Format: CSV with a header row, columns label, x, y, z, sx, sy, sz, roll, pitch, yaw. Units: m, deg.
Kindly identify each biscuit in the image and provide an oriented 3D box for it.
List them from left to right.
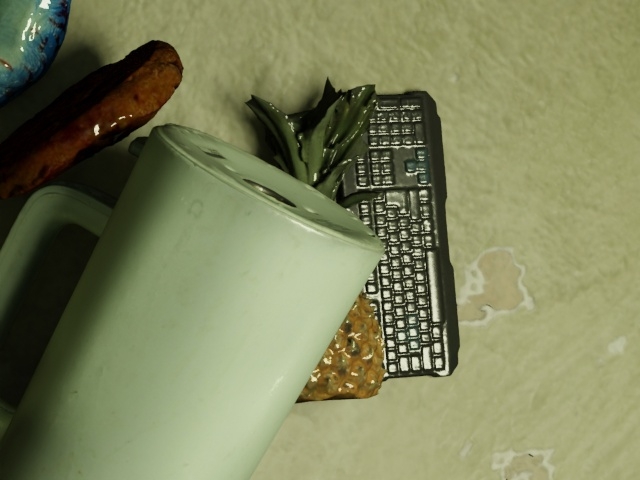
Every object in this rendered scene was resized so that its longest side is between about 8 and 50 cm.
label,x,y,z,sx,sy,sz,roll,pitch,yaw
biscuit,-0.193,-0.097,1.427,0.192,0.192,0.049,-43,107,-16

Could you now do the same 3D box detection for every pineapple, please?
label,x,y,z,sx,sy,sz,roll,pitch,yaw
pineapple,0.000,0.000,1.500,0.119,0.130,0.277,-1,82,-28

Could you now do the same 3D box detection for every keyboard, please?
label,x,y,z,sx,sy,sz,roll,pitch,yaw
keyboard,0.069,-0.005,1.574,0.106,0.016,0.262,-3,85,-16

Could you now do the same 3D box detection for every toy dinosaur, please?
label,x,y,z,sx,sy,sz,roll,pitch,yaw
toy dinosaur,-0.262,-0.190,1.472,0.144,0.076,0.329,45,71,-40

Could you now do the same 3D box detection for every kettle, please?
label,x,y,z,sx,sy,sz,roll,pitch,yaw
kettle,-0.135,0.077,1.371,0.265,0.205,0.318,26,100,-10
